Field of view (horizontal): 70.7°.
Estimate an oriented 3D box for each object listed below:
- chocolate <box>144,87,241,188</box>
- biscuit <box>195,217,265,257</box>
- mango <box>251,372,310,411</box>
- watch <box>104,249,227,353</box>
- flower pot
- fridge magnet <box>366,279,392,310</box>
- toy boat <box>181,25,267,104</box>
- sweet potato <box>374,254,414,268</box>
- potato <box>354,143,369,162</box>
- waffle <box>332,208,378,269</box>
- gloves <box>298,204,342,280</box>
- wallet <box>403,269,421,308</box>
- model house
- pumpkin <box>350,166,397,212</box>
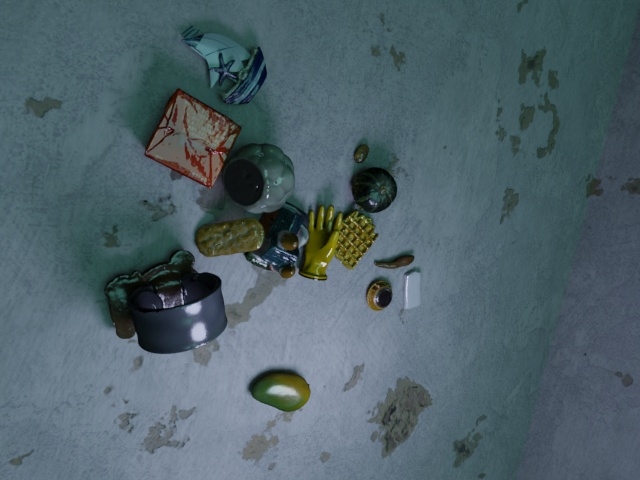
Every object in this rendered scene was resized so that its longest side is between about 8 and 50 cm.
[{"bbox_3d":[-0.415,-0.324,1.453,0.237,0.108,0.234,26,88,-34],"label":"chocolate"},{"bbox_3d":[-0.313,-0.010,1.561,0.247,0.029,0.118,-10,88,6],"label":"biscuit"},{"bbox_3d":[-0.158,0.615,1.848,0.251,0.114,0.156,22,101,-21],"label":"mango"},{"bbox_3d":[-0.476,0.224,1.425,0.335,0.327,0.313,-14,109,-27],"label":"watch"},{"bbox_3d":[-0.203,-0.212,1.531,0.195,0.246,0.246,-28,120,-58],"label":"flower pot"},{"bbox_3d":[0.270,0.250,2.029,0.143,0.063,0.143,-6,102,-30],"label":"fridge magnet"},{"bbox_3d":[-0.316,-0.562,1.477,0.292,0.070,0.210,7,94,-28],"label":"toy boat"},{"bbox_3d":[0.336,0.102,2.042,0.214,0.050,0.050,-10,107,-25],"label":"sweet potato"},{"bbox_3d":[0.168,-0.351,1.828,0.051,0.040,0.083,32,86,-38],"label":"potato"},{"bbox_3d":[0.122,-0.026,1.874,0.219,0.057,0.229,43,79,-31],"label":"waffle"},{"bbox_3d":[-0.001,0.000,1.768,0.133,0.116,0.294,13,98,1],"label":"gloves"},{"bbox_3d":[0.437,0.233,2.142,0.095,0.033,0.189,-10,108,-30],"label":"wallet"},{"bbox_3d":[-0.113,0.006,1.612,0.190,0.301,0.271,28,88,-26],"label":"model house"},{"bbox_3d":[0.218,-0.204,1.832,0.190,0.146,0.190,9,74,-32],"label":"pumpkin"}]
